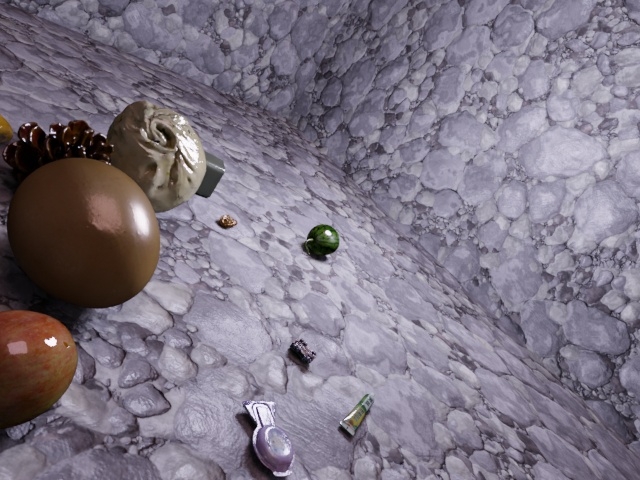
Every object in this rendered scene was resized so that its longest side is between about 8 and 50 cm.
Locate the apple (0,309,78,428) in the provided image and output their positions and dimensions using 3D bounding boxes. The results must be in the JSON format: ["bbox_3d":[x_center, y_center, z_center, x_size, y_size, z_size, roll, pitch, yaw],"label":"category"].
[{"bbox_3d":[-0.510,0.208,0.753,0.188,0.188,0.174,37,11,7],"label":"apple"}]

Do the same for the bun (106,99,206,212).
[{"bbox_3d":[-0.526,-0.269,1.467,0.326,0.235,0.361,16,65,-32],"label":"bun"}]

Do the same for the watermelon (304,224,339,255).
[{"bbox_3d":[0.000,0.000,1.990,0.187,0.140,0.140,-2,42,-51],"label":"watermelon"}]

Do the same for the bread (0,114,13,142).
[{"bbox_3d":[-1.067,-0.403,1.363,0.305,0.091,0.142,39,16,9],"label":"bread"}]

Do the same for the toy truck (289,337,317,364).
[{"bbox_3d":[-0.052,0.329,1.350,0.083,0.044,0.039,42,44,17],"label":"toy truck"}]

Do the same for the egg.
[{"bbox_3d":[-0.528,-0.015,1.037,0.301,0.301,0.373,5,47,-51],"label":"egg"}]

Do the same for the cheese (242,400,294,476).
[{"bbox_3d":[-0.114,0.441,1.026,0.105,0.042,0.191,18,24,-39],"label":"cheese"}]

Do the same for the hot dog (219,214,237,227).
[{"bbox_3d":[-0.356,-0.073,1.766,0.058,0.035,0.083,36,21,13],"label":"hot dog"}]

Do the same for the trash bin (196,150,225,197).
[{"bbox_3d":[-0.525,-0.290,1.817,0.241,0.164,0.122,24,24,-32],"label":"trash bin"}]

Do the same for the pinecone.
[{"bbox_3d":[-0.721,-0.230,1.269,0.244,0.310,0.243,29,55,-53],"label":"pinecone"}]

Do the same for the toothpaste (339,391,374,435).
[{"bbox_3d":[0.112,0.482,1.284,0.049,0.031,0.204,40,25,15],"label":"toothpaste"}]
